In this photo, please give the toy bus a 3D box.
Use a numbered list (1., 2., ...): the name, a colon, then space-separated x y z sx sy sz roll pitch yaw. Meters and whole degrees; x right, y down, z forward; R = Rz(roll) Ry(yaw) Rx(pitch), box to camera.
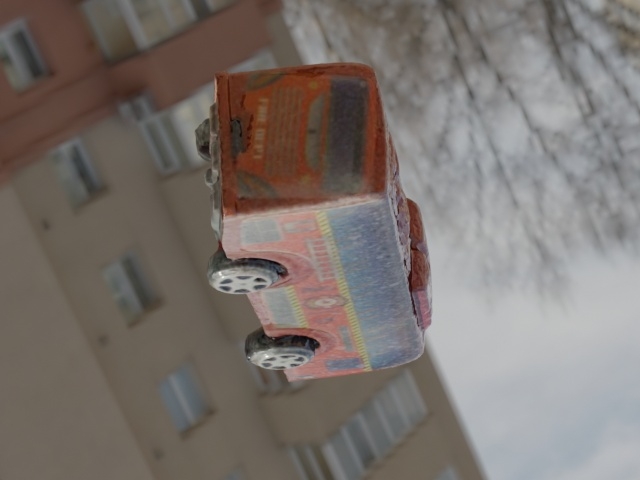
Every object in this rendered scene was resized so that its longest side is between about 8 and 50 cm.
1. toy bus: 0.000 0.000 0.653 0.077 0.065 0.192 -5 159 6
